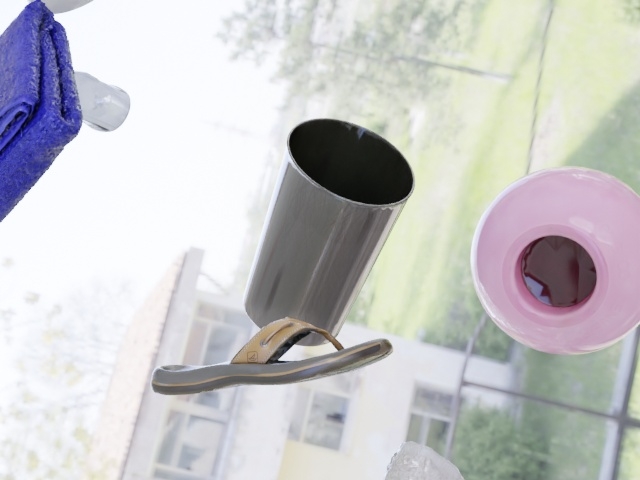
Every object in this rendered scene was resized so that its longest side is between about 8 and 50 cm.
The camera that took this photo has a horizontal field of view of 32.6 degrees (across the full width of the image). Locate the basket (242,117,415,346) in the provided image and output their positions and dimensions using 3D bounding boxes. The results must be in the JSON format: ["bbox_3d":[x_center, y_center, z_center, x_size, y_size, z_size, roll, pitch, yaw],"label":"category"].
[{"bbox_3d":[0.000,0.000,1.291,0.204,0.154,0.227,-86,15,-61],"label":"basket"}]

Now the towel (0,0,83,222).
[{"bbox_3d":[-0.383,-0.097,1.173,0.308,0.076,0.227,-41,45,21],"label":"towel"}]

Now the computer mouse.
[{"bbox_3d":[-0.340,-0.204,1.496,0.042,0.193,0.106,34,-102,-61],"label":"computer mouse"}]

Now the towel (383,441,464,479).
[{"bbox_3d":[0.085,0.287,0.754,0.282,0.049,0.187,57,-136,-43],"label":"towel"}]

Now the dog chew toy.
[{"bbox_3d":[0.294,0.007,1.266,0.332,0.207,0.206,-28,-45,-68],"label":"dog chew toy"}]

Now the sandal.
[{"bbox_3d":[-0.046,0.100,0.977,0.090,0.219,0.060,20,-116,-76],"label":"sandal"}]

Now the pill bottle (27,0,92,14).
[{"bbox_3d":[-0.352,-0.414,1.307,0.272,0.152,0.152,63,167,10],"label":"pill bottle"}]
